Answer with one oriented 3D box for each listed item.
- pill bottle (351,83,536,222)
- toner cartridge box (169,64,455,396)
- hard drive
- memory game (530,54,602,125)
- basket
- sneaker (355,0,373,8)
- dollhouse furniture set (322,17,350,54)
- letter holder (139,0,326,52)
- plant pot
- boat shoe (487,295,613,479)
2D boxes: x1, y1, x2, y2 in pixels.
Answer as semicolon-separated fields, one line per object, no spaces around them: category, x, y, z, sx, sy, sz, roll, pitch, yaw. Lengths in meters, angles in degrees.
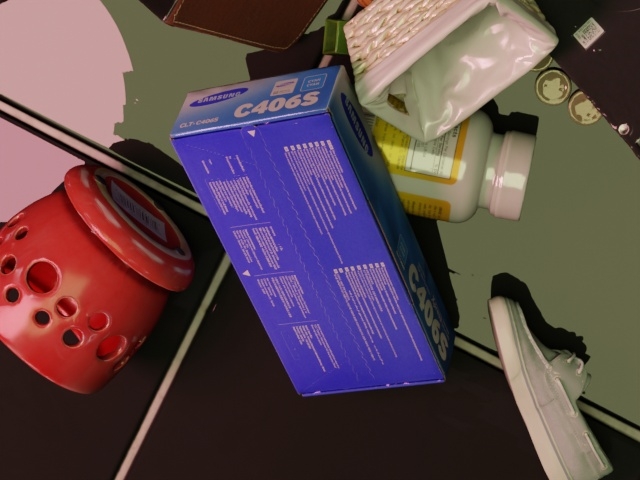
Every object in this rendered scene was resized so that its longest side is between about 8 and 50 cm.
pill bottle;0.103;-0.082;1.685;0.208;0.117;0.117;11;105;6
toner cartridge box;0.000;0.000;1.655;0.165;0.075;0.348;-8;128;21
hard drive;0.325;-0.221;1.566;0.237;0.064;0.339;-45;61;15
memory game;0.286;-0.201;1.683;0.186;0.012;0.186;2;103;8
basket;0.115;-0.189;1.576;0.167;0.103;0.113;-38;140;24
sneaker;0.137;-0.326;1.610;0.106;0.123;0.290;35;105;-15
dollhouse furniture set;0.082;-0.194;1.711;0.151;0.058;0.076;3;97;-12
letter holder;-0.052;-0.355;1.642;0.152;0.214;0.302;43;111;30
plant pot;-0.237;0.032;1.728;0.191;0.191;0.174;45;103;-3
boat shoe;0.238;0.151;1.747;0.081;0.079;0.227;-22;104;4
